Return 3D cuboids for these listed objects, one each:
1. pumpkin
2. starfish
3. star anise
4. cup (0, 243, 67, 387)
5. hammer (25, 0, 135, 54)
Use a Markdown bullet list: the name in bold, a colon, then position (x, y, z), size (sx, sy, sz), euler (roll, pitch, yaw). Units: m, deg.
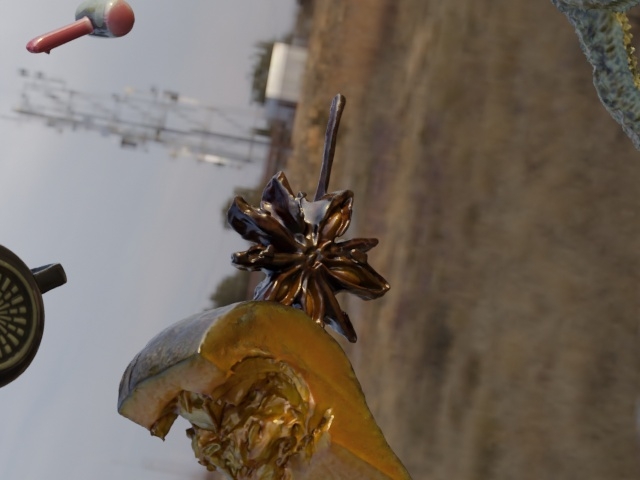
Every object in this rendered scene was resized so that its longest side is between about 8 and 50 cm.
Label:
- **pumpkin**: position (-0.034, 0.139, 1.110), size (0.131, 0.248, 0.126), euler (-40, 20, 30)
- **starfish**: position (0.188, -0.220, 0.914), size (0.347, 0.078, 0.358), euler (-86, -17, -46)
- **star anise**: position (0.003, -0.002, 1.221), size (0.234, 0.177, 0.073), euler (-47, 18, -29)
- **cup**: position (-0.391, 0.079, 1.465), size (0.223, 0.176, 0.169), euler (-26, -80, -46)
- **hammer**: position (-0.179, -0.155, 0.967), size (0.052, 0.083, 0.031), euler (8, 121, 50)
